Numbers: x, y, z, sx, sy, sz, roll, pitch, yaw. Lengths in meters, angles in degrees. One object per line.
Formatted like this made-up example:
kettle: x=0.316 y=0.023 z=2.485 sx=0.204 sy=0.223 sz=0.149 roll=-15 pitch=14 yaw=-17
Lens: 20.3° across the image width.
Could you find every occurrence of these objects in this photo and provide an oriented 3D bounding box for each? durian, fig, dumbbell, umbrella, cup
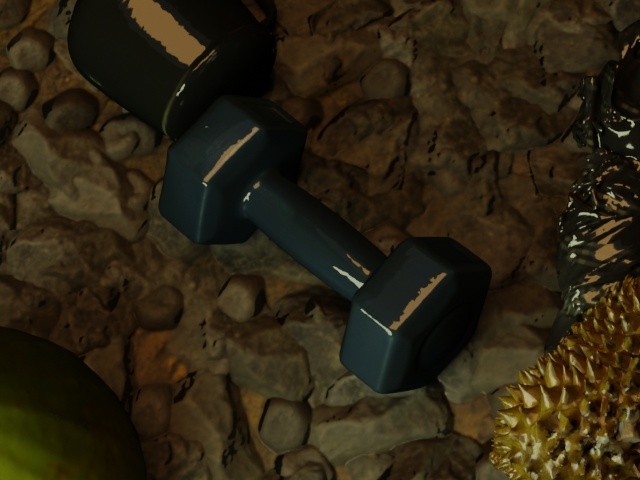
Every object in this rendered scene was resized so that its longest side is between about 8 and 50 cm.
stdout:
durian: x=0.268 y=0.141 z=1.509 sx=0.250 sy=0.138 sz=0.183 roll=-45 pitch=86 yaw=0
fig: x=-0.311 y=0.206 z=1.559 sx=0.316 sy=0.316 sz=0.316 roll=-5 pitch=66 yaw=12
dumbbell: x=0.000 y=0.000 z=1.663 sx=0.325 sy=0.160 sz=0.144 roll=38 pitch=50 yaw=24
umbrella: x=0.287 y=-0.037 z=1.628 sx=0.128 sy=0.154 sz=0.336 roll=8 pitch=85 yaw=58
cup: x=-0.128 y=-0.207 z=1.788 sx=0.176 sy=0.169 sz=0.223 roll=42 pitch=51 yaw=22
